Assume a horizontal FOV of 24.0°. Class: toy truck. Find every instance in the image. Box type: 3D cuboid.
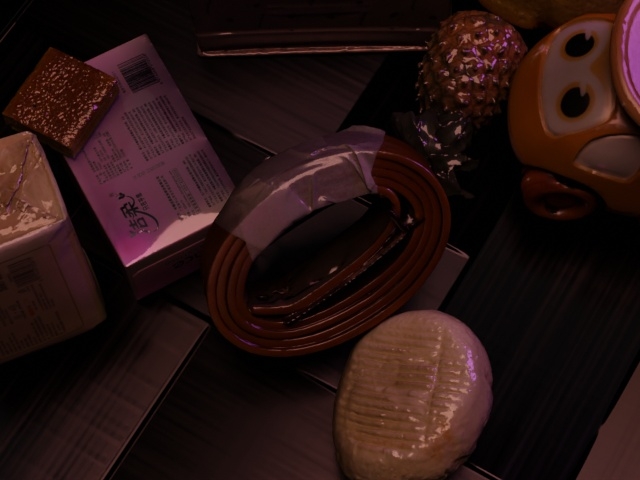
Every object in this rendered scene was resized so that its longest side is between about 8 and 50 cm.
[{"bbox_3d":[0.342,-0.130,1.536,0.288,0.212,0.204,13,64,-8],"label":"toy truck"}]

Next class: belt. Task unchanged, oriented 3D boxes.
[{"bbox_3d":[0.000,0.000,1.492,0.261,0.105,0.184,-37,107,5],"label":"belt"}]

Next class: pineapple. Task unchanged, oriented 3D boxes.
[{"bbox_3d":[0.133,-0.121,1.604,0.125,0.125,0.251,25,73,13],"label":"pineapple"}]

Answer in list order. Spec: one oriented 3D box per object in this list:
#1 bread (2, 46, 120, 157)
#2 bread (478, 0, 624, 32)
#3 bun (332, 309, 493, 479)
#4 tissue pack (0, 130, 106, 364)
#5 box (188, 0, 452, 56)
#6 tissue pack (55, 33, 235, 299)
[{"bbox_3d":[-0.269,-0.144,1.563,0.090,0.035,0.094,26,70,15],"label":"bread"},{"bbox_3d":[0.277,-0.335,1.662,0.269,0.148,0.270,6,48,-7],"label":"bread"},{"bbox_3d":[0.092,0.164,1.477,0.164,0.111,0.188,1,63,24],"label":"bun"},{"bbox_3d":[-0.316,0.015,1.482,0.159,0.234,0.125,-22,64,-8],"label":"tissue pack"},{"bbox_3d":[0.000,-0.351,1.670,0.297,0.190,0.225,-1,64,1],"label":"box"},{"bbox_3d":[-0.194,-0.079,1.600,0.148,0.092,0.246,-26,67,-11],"label":"tissue pack"}]
